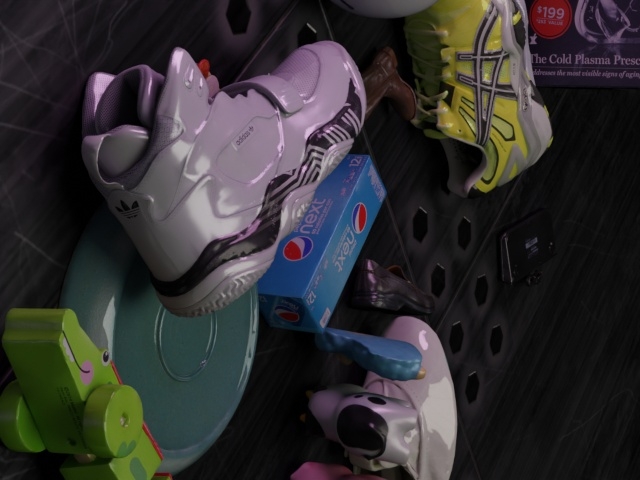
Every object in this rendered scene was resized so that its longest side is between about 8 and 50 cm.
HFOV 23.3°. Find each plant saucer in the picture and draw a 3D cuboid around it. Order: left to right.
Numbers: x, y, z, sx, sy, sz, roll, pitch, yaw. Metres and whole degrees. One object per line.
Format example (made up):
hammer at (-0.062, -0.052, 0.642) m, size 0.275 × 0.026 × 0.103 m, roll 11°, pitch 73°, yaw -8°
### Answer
plant saucer at (-0.145, 0.088, 1.542) m, size 0.318 × 0.044 × 0.317 m, roll -14°, pitch 106°, yaw -59°

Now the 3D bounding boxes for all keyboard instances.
keyboard at (0.312, 0.020, 2.342) m, size 0.180 × 0.023 × 0.108 m, roll -25°, pitch 109°, yaw -55°

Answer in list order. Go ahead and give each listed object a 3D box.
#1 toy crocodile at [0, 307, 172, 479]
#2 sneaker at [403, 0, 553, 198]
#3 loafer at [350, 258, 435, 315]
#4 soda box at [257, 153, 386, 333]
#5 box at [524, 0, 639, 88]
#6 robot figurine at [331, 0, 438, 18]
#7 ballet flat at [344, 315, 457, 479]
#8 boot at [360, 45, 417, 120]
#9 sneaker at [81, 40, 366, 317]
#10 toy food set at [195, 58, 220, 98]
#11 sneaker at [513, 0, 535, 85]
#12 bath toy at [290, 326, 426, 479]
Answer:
toy crocodile at (-0.191, 0.193, 1.393) m, size 0.105 × 0.115 × 0.340 m, roll -60°, pitch 137°, yaw -48°
sneaker at (0.178, -0.211, 1.967) m, size 0.147 × 0.145 × 0.384 m, roll -47°, pitch 127°, yaw -22°
loafer at (0.097, 0.061, 1.938) m, size 0.170 × 0.062 × 0.061 m, roll 15°, pitch 76°, yaw -61°
soda box at (0.000, 0.000, 1.749) m, size 0.210 × 0.071 × 0.067 m, roll -64°, pitch 144°, yaw -32°
box at (0.479, -0.374, 2.256) m, size 0.179 × 0.343 × 0.312 m, roll -6°, pitch 99°, yaw -59°
robot figurine at (0.074, -0.388, 1.731) m, size 0.173 × 0.209 × 0.278 m, roll -10°, pitch 102°, yaw -76°
ballet flat at (0.083, 0.296, 1.891) m, size 0.139 × 0.139 × 0.400 m, roll -13°, pitch 108°, yaw -59°
boot at (0.070, -0.167, 1.882) m, size 0.106 × 0.037 × 0.114 m, roll 63°, pitch 38°, yaw -23°
sneaker at (-0.090, -0.119, 1.470) m, size 0.210 × 0.137 × 0.366 m, roll 55°, pitch 46°, yaw -28°
toy food set at (-0.125, -0.140, 1.565) m, size 0.083 × 0.020 × 0.082 m, roll 53°, pitch 49°, yaw -48°
sneaker at (0.255, -0.234, 2.142) m, size 0.091 × 0.094 × 0.258 m, roll -75°, pitch 167°, yaw -63°
bath toy at (0.019, 0.278, 1.772) m, size 0.151 × 0.129 × 0.348 m, roll 177°, pitch -76°, yaw -79°
